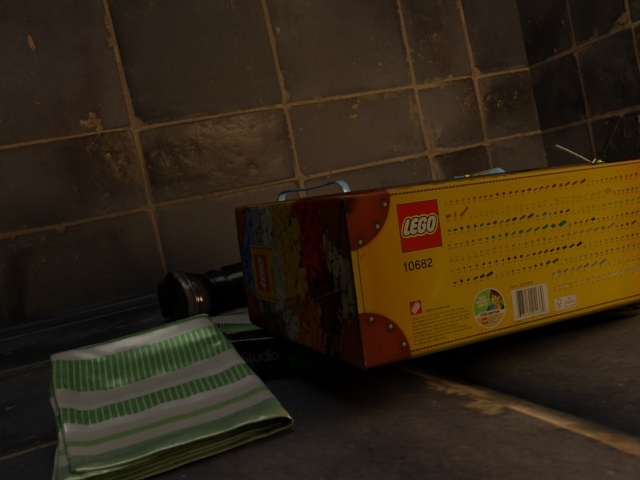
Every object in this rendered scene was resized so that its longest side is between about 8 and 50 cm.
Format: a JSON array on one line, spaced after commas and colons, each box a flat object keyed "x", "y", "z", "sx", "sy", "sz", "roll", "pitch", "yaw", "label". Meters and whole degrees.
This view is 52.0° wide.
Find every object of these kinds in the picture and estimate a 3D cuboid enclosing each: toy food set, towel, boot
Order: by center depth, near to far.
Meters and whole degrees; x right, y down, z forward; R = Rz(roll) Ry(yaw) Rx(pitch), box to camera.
[{"x": -0.208, "y": 0.182, "z": 0.812, "sx": 0.248, "sy": 0.038, "sz": 0.325, "roll": -13, "pitch": 18, "yaw": -21, "label": "towel"}, {"x": 0.426, "y": 0.090, "z": 0.925, "sx": 0.083, "sy": 0.020, "sz": 0.083, "roll": -12, "pitch": 3, "yaw": 4, "label": "toy food set"}, {"x": -0.203, "y": 0.122, "z": 1.837, "sx": 0.445, "sy": 0.146, "sz": 0.367, "roll": -8, "pitch": 3, "yaw": -23, "label": "boot"}]

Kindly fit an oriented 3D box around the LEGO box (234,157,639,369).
[{"x": 0.179, "y": 0.009, "z": 0.943, "sx": 0.501, "sy": 0.193, "sz": 0.372, "roll": -9, "pitch": 4, "yaw": -24, "label": "LEGO box"}]

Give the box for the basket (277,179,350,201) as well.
[{"x": 0.000, "y": 0.000, "z": 1.683, "sx": 0.201, "sy": 0.288, "sz": 0.255, "roll": -21, "pitch": 11, "yaw": -39, "label": "basket"}]

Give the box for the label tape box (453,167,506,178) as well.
[{"x": 0.535, "y": -0.099, "z": 1.955, "sx": 0.241, "sy": 0.105, "sz": 0.334, "roll": 40, "pitch": 32, "yaw": 25, "label": "label tape box"}]

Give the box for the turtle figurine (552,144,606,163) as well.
[{"x": 0.800, "y": -0.124, "z": 1.863, "sx": 0.266, "sy": 0.274, "sz": 0.197, "roll": -3, "pitch": 42, "yaw": 44, "label": "turtle figurine"}]

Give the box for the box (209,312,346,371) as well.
[{"x": -0.064, "y": 0.155, "z": 1.062, "sx": 0.322, "sy": 0.058, "sz": 0.232, "roll": -8, "pitch": 4, "yaw": 7, "label": "box"}]
